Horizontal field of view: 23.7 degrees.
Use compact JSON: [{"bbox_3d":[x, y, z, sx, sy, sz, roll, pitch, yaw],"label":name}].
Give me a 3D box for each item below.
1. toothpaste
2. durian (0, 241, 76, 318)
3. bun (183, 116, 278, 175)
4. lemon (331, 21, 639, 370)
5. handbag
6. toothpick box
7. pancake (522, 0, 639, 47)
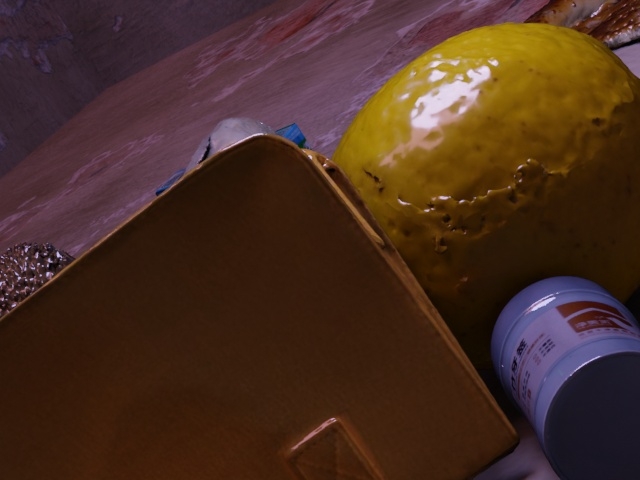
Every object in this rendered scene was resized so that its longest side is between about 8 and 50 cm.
[{"bbox_3d":[-0.132,-0.100,2.243,0.266,0.050,0.065,-19,20,41],"label":"toothpaste"},{"bbox_3d":[-0.330,0.102,1.829,0.167,0.196,0.196,-36,13,25],"label":"durian"},{"bbox_3d":[-0.098,-0.020,1.729,0.239,0.141,0.239,-62,-3,-7],"label":"bun"},{"bbox_3d":[0.129,-0.030,1.160,0.310,0.253,0.253,-34,15,-16],"label":"lemon"},{"bbox_3d":[-0.095,0.144,1.034,0.401,0.283,0.133,-36,-7,5],"label":"handbag"},{"bbox_3d":[0.174,0.091,0.986,0.101,0.101,0.153,-32,16,2],"label":"toothpick box"},{"bbox_3d":[0.368,-0.295,1.851,0.266,0.057,0.244,-32,16,0],"label":"pancake"}]
